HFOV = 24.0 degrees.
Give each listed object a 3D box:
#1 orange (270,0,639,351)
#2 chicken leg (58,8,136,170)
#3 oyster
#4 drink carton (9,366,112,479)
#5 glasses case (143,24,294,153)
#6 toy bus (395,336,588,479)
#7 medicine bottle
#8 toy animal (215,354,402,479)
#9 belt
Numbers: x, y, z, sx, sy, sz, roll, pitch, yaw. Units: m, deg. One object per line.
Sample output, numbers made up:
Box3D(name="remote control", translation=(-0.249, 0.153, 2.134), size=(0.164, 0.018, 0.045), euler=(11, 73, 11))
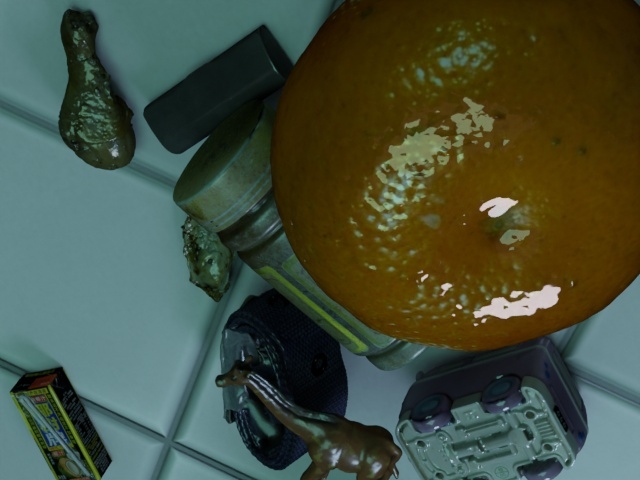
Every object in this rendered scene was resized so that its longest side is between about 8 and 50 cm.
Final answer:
Box3D(name="orange", translation=(0.156, -0.096, 1.508), size=(0.423, 0.326, 0.424), euler=(-2, 126, -3))
Box3D(name="chicken leg", translation=(-0.272, -0.175, 1.765), size=(0.084, 0.069, 0.198), euler=(-2, 113, 18))
Box3D(name="oyster", translation=(-0.138, 0.017, 1.861), size=(0.086, 0.029, 0.132), euler=(31, 129, 6))
Box3D(name="drink carton", translation=(-0.357, 0.258, 2.070), size=(0.071, 0.056, 0.166), euler=(-14, 115, 22))
Box3D(name="glasses case", translation=(-0.118, -0.170, 1.731), size=(0.190, 0.042, 0.072), euler=(-30, 100, 31))
Box3D(name="toy bus", translation=(0.204, 0.214, 1.797), size=(0.202, 0.142, 0.142), euler=(-20, 113, 27))
Box3D(name="medicine bottle", translation=(0.000, 0.000, 1.709), size=(0.322, 0.151, 0.151), euler=(41, 125, -18))
Box3D(name="toy animal", translation=(-0.013, 0.227, 1.771), size=(0.224, 0.066, 0.230), euler=(5, 134, 1))
Box3D(name="belt", translation=(-0.039, 0.162, 1.863), size=(0.139, 0.126, 0.231), euler=(23, 131, 38))
